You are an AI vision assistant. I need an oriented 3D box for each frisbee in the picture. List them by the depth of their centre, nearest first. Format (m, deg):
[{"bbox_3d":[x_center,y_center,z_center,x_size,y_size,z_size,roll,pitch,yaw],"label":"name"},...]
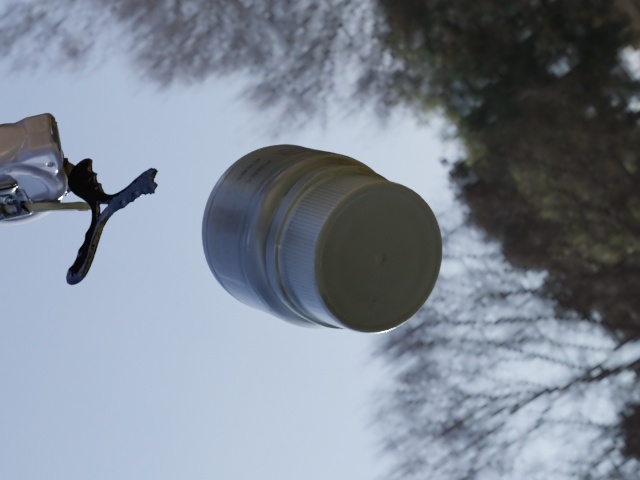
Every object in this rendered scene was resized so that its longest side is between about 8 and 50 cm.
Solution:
[{"bbox_3d":[-0.296,-0.055,1.927,0.012,0.187,0.211,32,-141,-43],"label":"frisbee"}]

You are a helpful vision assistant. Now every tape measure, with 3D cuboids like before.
[{"bbox_3d":[-0.452,-0.091,2.017,0.178,0.196,0.105,67,-173,-58],"label":"tape measure"}]

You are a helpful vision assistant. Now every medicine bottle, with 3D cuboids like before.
[{"bbox_3d":[0.000,0.000,1.875,0.245,0.245,0.306,43,167,-28],"label":"medicine bottle"}]
